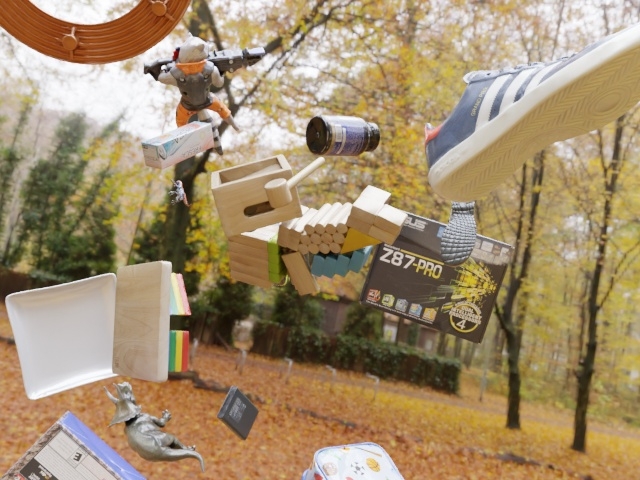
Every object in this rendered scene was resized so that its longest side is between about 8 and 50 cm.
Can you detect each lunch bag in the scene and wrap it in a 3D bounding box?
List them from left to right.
[{"bbox_3d":[0.112,0.591,1.344,0.243,0.115,0.303,9,30,-36],"label":"lunch bag"}]

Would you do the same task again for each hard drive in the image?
[{"bbox_3d":[-0.222,0.472,1.672,0.022,0.094,0.135,1,-40,32],"label":"hard drive"}]

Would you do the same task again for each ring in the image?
[{"bbox_3d":[-0.339,-0.421,0.862,0.336,0.337,0.032,14,14,-10],"label":"ring"}]

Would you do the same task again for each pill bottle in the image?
[{"bbox_3d":[0.073,-0.322,1.894,0.219,0.123,0.122,-4,3,-36],"label":"pill bottle"}]

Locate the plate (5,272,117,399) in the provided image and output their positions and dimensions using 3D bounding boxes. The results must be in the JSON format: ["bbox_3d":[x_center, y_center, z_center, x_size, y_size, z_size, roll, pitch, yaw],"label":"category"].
[{"bbox_3d":[-0.660,0.250,1.634,0.277,0.278,0.045,-13,1,-29],"label":"plate"}]

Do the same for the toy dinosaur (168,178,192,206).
[{"bbox_3d":[-0.418,-0.141,1.823,0.090,0.082,0.047,32,-48,-19],"label":"toy dinosaur"}]

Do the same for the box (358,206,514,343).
[{"bbox_3d":[0.351,0.104,1.892,0.394,0.318,0.097,19,5,9],"label":"box"}]

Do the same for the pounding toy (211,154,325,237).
[{"bbox_3d":[-0.072,-0.066,0.969,0.181,0.094,0.206,-15,20,-5],"label":"pounding toy"}]

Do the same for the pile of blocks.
[{"bbox_3d":[0.000,0.000,1.087,0.362,0.149,0.112,-10,23,32],"label":"pile of blocks"}]

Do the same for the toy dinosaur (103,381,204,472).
[{"bbox_3d":[-0.406,0.483,1.480,0.313,0.121,0.160,39,7,33],"label":"toy dinosaur"}]

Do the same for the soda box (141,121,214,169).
[{"bbox_3d":[-0.339,-0.231,1.477,0.058,0.063,0.183,14,33,30],"label":"soda box"}]

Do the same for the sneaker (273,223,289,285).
[{"bbox_3d":[-0.148,-0.009,1.570,0.147,0.145,0.385,1,29,-8],"label":"sneaker"}]

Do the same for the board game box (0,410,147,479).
[{"bbox_3d":[-0.518,0.523,1.179,0.232,0.291,0.141,45,-15,-6],"label":"board game box"}]

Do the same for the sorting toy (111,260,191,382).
[{"bbox_3d":[-0.387,0.185,1.421,0.089,0.256,0.257,6,-9,-39],"label":"sorting toy"}]

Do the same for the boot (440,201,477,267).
[{"bbox_3d":[0.370,-0.003,1.604,0.083,0.247,0.161,6,-34,18],"label":"boot"}]

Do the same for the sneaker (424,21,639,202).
[{"bbox_3d":[0.280,-0.199,0.829,0.350,0.148,0.131,-32,-38,30],"label":"sneaker"}]

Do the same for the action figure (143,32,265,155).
[{"bbox_3d":[-0.299,-0.422,1.717,0.341,0.179,0.330,-17,-42,-7],"label":"action figure"}]
